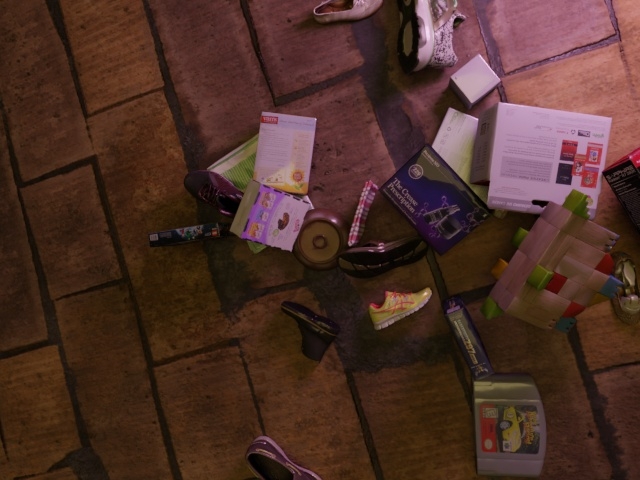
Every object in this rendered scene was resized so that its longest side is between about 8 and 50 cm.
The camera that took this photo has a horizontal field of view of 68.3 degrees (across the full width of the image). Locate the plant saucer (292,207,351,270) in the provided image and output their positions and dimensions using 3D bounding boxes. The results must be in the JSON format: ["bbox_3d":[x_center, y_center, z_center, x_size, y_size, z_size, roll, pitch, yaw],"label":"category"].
[{"bbox_3d":[0.000,0.000,1.457,0.198,0.036,0.199,1,99,6],"label":"plant saucer"}]

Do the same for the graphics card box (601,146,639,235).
[{"bbox_3d":[0.906,-0.076,1.201,0.232,0.094,0.371,-27,84,-26],"label":"graphics card box"}]

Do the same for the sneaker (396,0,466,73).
[{"bbox_3d":[0.329,-0.677,1.366,0.181,0.158,0.411,3,90,-19],"label":"sneaker"}]

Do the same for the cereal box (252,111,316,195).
[{"bbox_3d":[-0.111,-0.268,1.458,0.172,0.047,0.240,8,85,0],"label":"cereal box"}]

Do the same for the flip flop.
[{"bbox_3d":[0.182,0.035,1.413,0.276,0.080,0.112,-16,127,-1],"label":"flip flop"}]

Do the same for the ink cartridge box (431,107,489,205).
[{"bbox_3d":[0.429,-0.240,1.374,0.223,0.045,0.224,26,97,9],"label":"ink cartridge box"}]

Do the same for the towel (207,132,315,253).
[{"bbox_3d":[-0.193,-0.154,1.508,0.247,0.038,0.325,-32,85,10],"label":"towel"}]

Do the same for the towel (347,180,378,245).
[{"bbox_3d":[0.125,-0.075,1.389,0.029,0.144,0.197,17,95,12],"label":"towel"}]

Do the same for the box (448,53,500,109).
[{"bbox_3d":[0.437,-0.450,1.346,0.101,0.087,0.102,-37,84,10],"label":"box"}]

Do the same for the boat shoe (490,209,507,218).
[{"bbox_3d":[0.542,-0.123,1.355,0.045,0.050,0.135,34,97,-6],"label":"boat shoe"}]

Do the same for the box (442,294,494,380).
[{"bbox_3d":[0.400,0.256,1.294,0.059,0.232,0.184,-25,86,14],"label":"box"}]

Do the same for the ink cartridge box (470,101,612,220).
[{"bbox_3d":[0.577,-0.202,1.263,0.309,0.130,0.272,7,93,-5],"label":"ink cartridge box"}]

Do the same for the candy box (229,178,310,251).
[{"bbox_3d":[-0.145,-0.070,1.389,0.070,0.196,0.165,27,96,46],"label":"candy box"}]

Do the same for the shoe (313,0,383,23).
[{"bbox_3d":[0.081,-0.709,1.430,0.218,0.058,0.077,-10,89,12],"label":"shoe"}]

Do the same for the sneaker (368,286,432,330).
[{"bbox_3d":[0.233,0.184,1.405,0.208,0.081,0.094,-30,83,11],"label":"sneaker"}]

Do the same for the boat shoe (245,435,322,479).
[{"bbox_3d":[-0.100,0.753,1.475,0.324,0.096,0.117,39,98,8],"label":"boat shoe"}]

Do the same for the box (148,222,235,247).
[{"bbox_3d":[-0.396,-0.018,1.490,0.232,0.159,0.044,-8,89,12],"label":"box"}]

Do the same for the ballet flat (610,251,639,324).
[{"bbox_3d":[0.835,0.134,1.286,0.073,0.067,0.206,-14,88,11],"label":"ballet flat"}]

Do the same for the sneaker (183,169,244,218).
[{"bbox_3d":[-0.313,-0.142,1.430,0.281,0.162,0.107,25,96,8],"label":"sneaker"}]

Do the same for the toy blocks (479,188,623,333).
[{"bbox_3d":[0.628,0.088,1.200,0.260,0.191,0.382,23,107,-14],"label":"toy blocks"}]

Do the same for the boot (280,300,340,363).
[{"bbox_3d":[-0.056,0.287,1.473,0.197,0.077,0.137,28,101,11],"label":"boot"}]

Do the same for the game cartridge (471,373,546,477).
[{"bbox_3d":[0.543,0.535,1.363,0.195,0.060,0.295,-4,90,8],"label":"game cartridge"}]

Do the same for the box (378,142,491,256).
[{"bbox_3d":[0.323,-0.117,1.337,0.261,0.103,0.184,46,110,0],"label":"box"}]
